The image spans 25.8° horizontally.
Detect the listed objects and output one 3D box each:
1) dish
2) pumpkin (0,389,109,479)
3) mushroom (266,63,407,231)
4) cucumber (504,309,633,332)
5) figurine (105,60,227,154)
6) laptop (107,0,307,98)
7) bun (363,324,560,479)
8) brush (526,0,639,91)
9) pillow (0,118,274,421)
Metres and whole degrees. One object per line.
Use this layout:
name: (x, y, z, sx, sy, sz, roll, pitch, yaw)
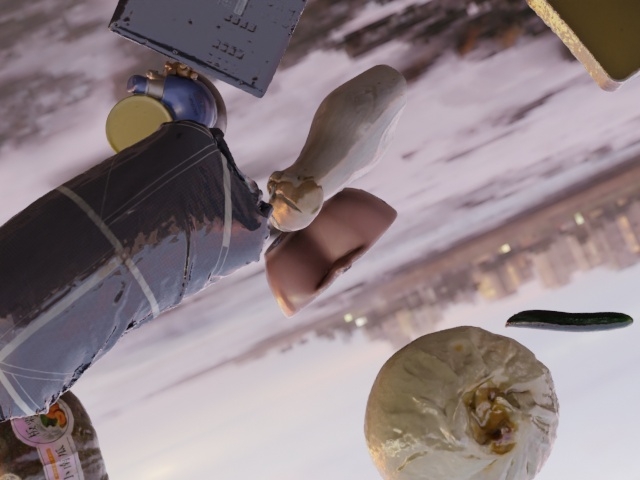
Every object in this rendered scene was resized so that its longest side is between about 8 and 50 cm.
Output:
dish: (0.000, 0.000, 1.875, 0.213, 0.090, 0.213, -43, -175, 5)
pumpkin: (-0.405, 0.315, 1.897, 0.189, 0.260, 0.260, -17, 174, -28)
mushroom: (0.013, -0.100, 1.506, 0.225, 0.093, 0.116, -44, 180, -28)
cucumber: (0.355, 0.117, 2.000, 0.184, 0.033, 0.036, 1, -167, 17)
figurine: (-0.218, -0.178, 2.032, 0.158, 0.161, 0.275, -20, -178, 3)
laptop: (-0.114, -0.240, 1.447, 0.016, 0.180, 0.129, -139, -108, -78)
bun: (0.160, 0.194, 1.491, 0.222, 0.222, 0.127, -23, -172, -11)
brush: (0.373, -0.301, 1.864, 0.123, 0.197, 0.059, -34, 166, -15)
pillow: (-0.200, 0.025, 1.231, 0.335, 0.161, 0.092, -34, 173, -16)
